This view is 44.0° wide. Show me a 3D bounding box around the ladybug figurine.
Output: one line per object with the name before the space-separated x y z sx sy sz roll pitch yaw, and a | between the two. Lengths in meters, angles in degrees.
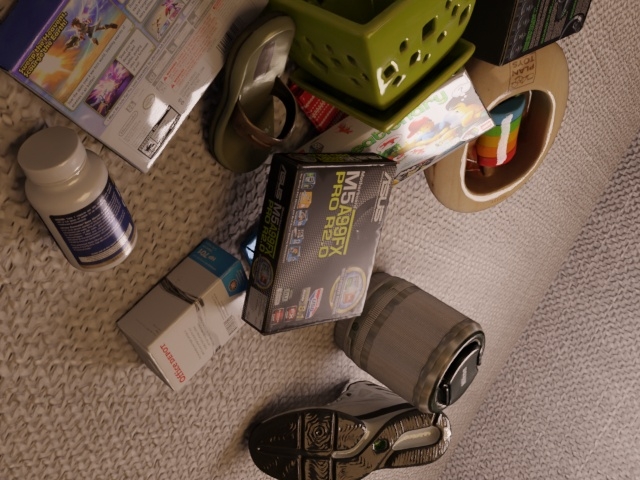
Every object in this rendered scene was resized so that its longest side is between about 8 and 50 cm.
ladybug figurine | 0.316 -0.242 1.518 0.304 0.162 0.449 -21 144 -15

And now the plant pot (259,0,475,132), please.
plant pot | 0.071 -0.294 1.068 0.227 0.228 0.207 -43 144 -19

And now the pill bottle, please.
pill bottle | -0.282 -0.048 0.917 0.094 0.094 0.169 -44 148 -23

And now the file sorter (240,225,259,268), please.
file sorter | -0.041 0.038 1.347 0.118 0.104 0.170 -47 148 -20

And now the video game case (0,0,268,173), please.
video game case | -0.203 -0.243 0.889 0.270 0.061 0.244 -56 152 -5

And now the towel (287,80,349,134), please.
towel | 0.056 -0.248 1.303 0.199 0.031 0.275 -54 150 -7

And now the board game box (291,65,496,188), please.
board game box | 0.124 -0.168 1.307 0.305 0.053 0.193 -32 150 14

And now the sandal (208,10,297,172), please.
sandal | -0.079 -0.174 1.061 0.120 0.086 0.303 -44 169 -26

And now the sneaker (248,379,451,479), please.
sneaker | 0.037 0.420 1.751 0.447 0.257 0.169 1 94 -20

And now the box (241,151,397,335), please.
box | 0.000 0.000 1.216 0.216 0.060 0.270 -5 115 -44

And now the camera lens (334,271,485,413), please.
camera lens | 0.195 0.218 1.691 0.219 0.274 0.220 -37 144 -33

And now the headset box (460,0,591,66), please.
headset box | 0.260 -0.399 1.249 0.283 0.246 0.131 -30 139 -41

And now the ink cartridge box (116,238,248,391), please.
ink cartridge box | -0.196 0.115 1.207 0.190 0.082 0.140 -44 147 -21
